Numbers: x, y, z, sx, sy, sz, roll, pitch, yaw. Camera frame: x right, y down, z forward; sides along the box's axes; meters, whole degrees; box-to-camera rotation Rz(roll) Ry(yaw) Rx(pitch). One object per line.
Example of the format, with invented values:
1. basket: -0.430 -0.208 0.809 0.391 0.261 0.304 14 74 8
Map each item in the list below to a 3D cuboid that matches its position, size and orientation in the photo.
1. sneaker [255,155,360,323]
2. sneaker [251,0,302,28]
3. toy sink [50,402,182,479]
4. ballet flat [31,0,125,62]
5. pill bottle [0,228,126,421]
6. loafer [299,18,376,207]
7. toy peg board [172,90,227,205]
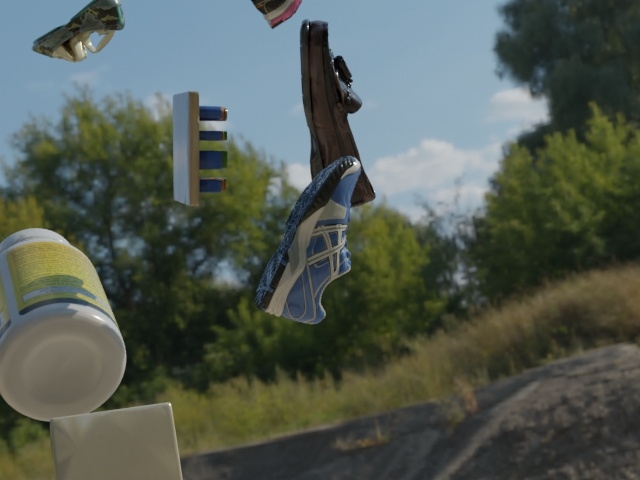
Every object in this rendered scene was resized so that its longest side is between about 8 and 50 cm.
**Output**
1. sneaker: 0.000 0.000 1.290 0.081 0.211 0.080 28 -10 -13
2. sneaker: -0.049 -0.389 1.540 0.072 0.178 0.077 -14 -43 45
3. toy sink: -0.250 0.339 1.375 0.152 0.234 0.131 -6 -22 -16
4. ballet flat: -0.350 -0.293 1.590 0.070 0.070 0.188 3 -17 -45
5. pill bottle: -0.419 0.113 1.686 0.187 0.188 0.334 -6 28 -19
6. loafer: 0.026 -0.184 1.621 0.095 0.303 0.109 -3 31 5
7. toy peg board: -0.167 -0.135 1.616 0.079 0.161 0.160 -2 5 -16
